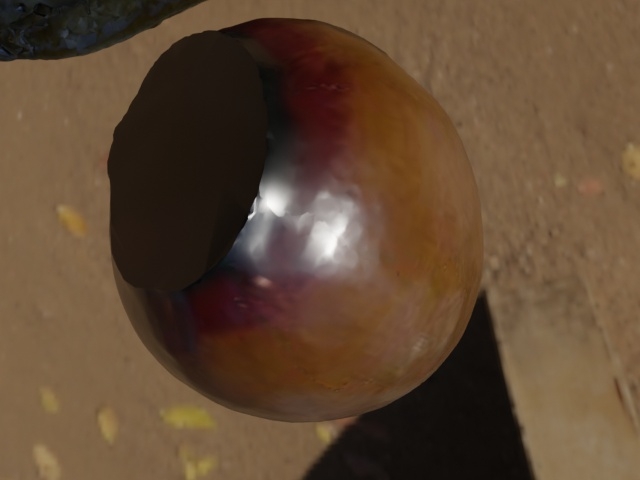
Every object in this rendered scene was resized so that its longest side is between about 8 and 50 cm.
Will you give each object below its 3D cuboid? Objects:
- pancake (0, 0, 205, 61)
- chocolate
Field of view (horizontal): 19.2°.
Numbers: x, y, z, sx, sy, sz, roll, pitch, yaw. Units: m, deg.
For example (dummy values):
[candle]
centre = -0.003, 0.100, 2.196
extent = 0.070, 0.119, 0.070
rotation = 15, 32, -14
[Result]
[pancake]
centre = -0.169, -0.273, 0.942
extent = 0.382, 0.071, 0.382
rotation = 3, 105, 13
[chocolate]
centre = 0.000, 0.000, 0.628
extent = 0.133, 0.127, 0.124
rotation = 19, 155, -36
